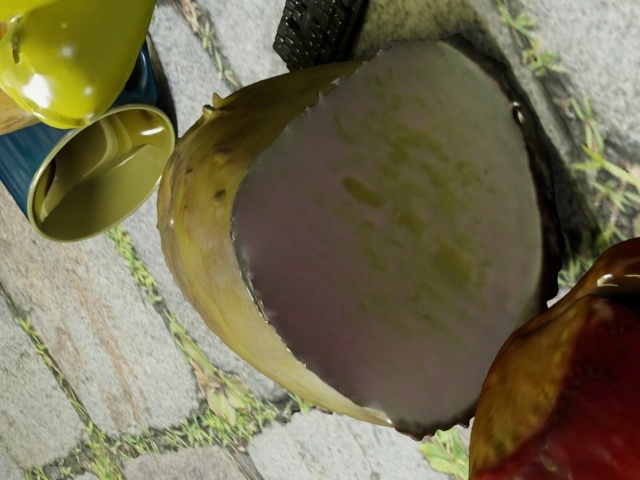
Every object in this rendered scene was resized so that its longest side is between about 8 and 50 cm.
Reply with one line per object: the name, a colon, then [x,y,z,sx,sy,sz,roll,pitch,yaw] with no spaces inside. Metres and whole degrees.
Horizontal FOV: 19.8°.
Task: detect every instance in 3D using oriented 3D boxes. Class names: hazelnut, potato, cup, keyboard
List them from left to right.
cup: [-0.198,-0.112,1.387,0.155,0.131,0.176,44,121,29]
potato: [0.000,0.000,1.099,0.229,0.229,0.266,60,157,-6]
keyboard: [0.005,-0.156,1.112,0.060,0.018,0.195,50,151,18]
hazelnut: [0.166,0.102,0.934,0.178,0.204,0.178,29,150,19]

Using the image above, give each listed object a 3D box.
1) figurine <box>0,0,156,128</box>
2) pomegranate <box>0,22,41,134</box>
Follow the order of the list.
figurine: [-0.130,-0.237,0.896,0.324,0.340,0.231,60,152,-10]
pomegranate: [-0.257,-0.215,1.186,0.319,0.319,0.319,38,147,31]
